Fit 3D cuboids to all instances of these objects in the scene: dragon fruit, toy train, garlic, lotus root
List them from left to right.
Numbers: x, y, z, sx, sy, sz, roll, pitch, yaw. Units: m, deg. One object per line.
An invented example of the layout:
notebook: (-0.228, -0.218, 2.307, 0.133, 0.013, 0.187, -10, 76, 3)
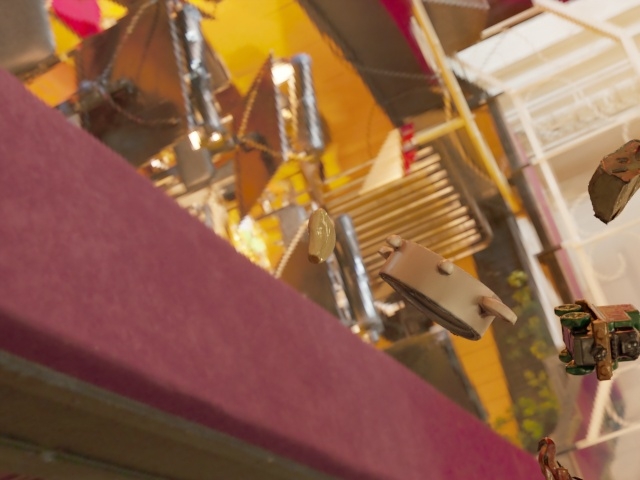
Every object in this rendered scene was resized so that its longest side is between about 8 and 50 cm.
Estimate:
garlic: (-0.001, 0.000, 1.449, 0.053, 0.041, 0.083, 70, 24, -59)
dragon fruit: (0.354, 0.367, 1.372, 0.094, 0.094, 0.190, 52, 14, -43)
toy train: (0.431, 0.145, 1.483, 0.227, 0.136, 0.091, -55, 138, -82)
lotus root: (0.520, -0.101, 1.722, 0.070, 0.144, 0.143, 39, 44, 22)

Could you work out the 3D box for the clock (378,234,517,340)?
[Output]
clock: (0.146, 0.063, 1.213, 0.229, 0.063, 0.155, 26, -8, 44)
